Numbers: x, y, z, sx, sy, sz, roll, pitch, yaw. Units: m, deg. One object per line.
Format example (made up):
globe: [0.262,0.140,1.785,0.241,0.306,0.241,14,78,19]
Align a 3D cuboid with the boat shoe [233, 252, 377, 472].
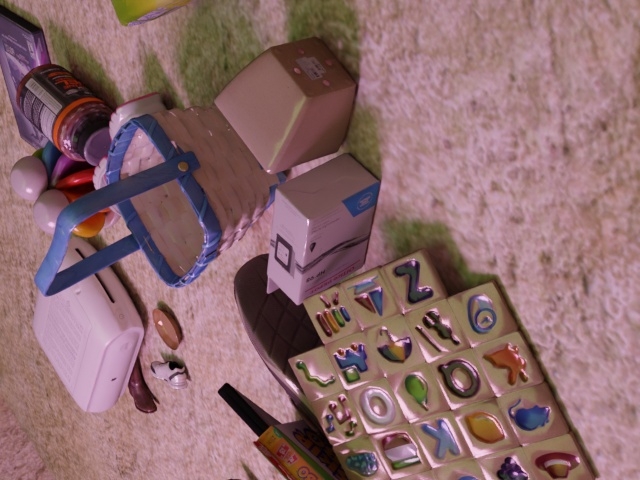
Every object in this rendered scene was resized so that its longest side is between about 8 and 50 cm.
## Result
boat shoe: [0.002,0.177,1.253,0.355,0.132,0.130,53,151,16]

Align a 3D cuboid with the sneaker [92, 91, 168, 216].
sneaker: [-0.258,-0.097,1.463,0.111,0.103,0.252,54,151,17]

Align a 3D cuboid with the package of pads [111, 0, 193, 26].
package of pads: [-0.198,-0.405,1.112,0.229,0.101,0.296,2,116,59]

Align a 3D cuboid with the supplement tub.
supplement tub: [-0.392,-0.195,1.591,0.198,0.106,0.106,39,144,33]

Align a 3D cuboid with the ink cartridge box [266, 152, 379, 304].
ink cartridge box: [0.000,0.000,1.135,0.060,0.104,0.180,43,146,28]

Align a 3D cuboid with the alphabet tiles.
alphabet tiles: [0.120,0.188,1.081,0.285,0.011,0.342,-26,92,35]

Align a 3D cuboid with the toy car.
toy car: [-0.408,-0.101,1.665,0.182,0.159,0.136,52,124,18]

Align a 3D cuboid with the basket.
basket: [-0.209,-0.038,1.241,0.201,0.289,0.255,54,147,4]

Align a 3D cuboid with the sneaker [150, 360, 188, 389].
sneaker: [-0.278,0.237,1.849,0.109,0.040,0.043,17,112,47]

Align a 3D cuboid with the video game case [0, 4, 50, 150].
video game case: [-0.524,-0.276,1.813,0.196,0.026,0.274,33,139,41]

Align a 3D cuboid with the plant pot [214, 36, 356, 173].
plant pot: [-0.026,-0.152,1.060,0.109,0.109,0.096,53,136,16]

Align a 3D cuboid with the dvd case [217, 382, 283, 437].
dvd case: [-0.032,0.298,1.397,0.180,0.022,0.253,40,173,34]

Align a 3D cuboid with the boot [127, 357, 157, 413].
boot: [-0.368,0.282,2.024,0.106,0.037,0.114,35,137,42]

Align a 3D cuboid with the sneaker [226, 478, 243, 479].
sneaker: [-0.115,0.563,1.791,0.121,0.111,0.299,-11,102,64]

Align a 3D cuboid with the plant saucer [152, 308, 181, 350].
plant saucer: [-0.270,0.155,1.781,0.083,0.015,0.083,37,142,36]

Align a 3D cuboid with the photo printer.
photo printer: [-0.455,0.159,1.957,0.256,0.107,0.307,51,141,22]

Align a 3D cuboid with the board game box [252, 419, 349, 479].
board game box: [0.005,0.279,1.260,0.124,0.039,0.259,44,-171,17]
